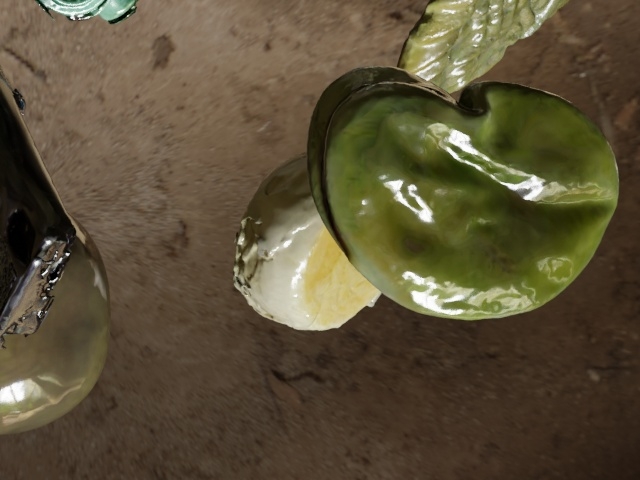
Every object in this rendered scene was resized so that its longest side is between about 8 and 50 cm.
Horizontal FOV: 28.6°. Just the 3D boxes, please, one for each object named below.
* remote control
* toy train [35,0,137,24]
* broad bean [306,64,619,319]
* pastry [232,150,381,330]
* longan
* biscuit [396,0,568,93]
[{"bbox_3d":[-0.291,-0.097,1.044,0.062,0.399,0.144,2,135,-39],"label":"remote control"},{"bbox_3d":[-0.211,-0.319,0.993,0.202,0.120,0.301,-39,121,3],"label":"toy train"},{"bbox_3d":[0.089,-0.028,0.761,0.206,0.072,0.153,22,98,-16],"label":"broad bean"},{"bbox_3d":[-0.001,-0.001,1.639,0.133,0.265,0.265,28,83,32],"label":"pastry"},{"bbox_3d":[-0.470,0.104,1.853,0.361,0.361,0.361,0,91,-13],"label":"longan"},{"bbox_3d":[0.165,-0.221,1.116,0.273,0.187,0.036,-40,68,-10],"label":"biscuit"}]
